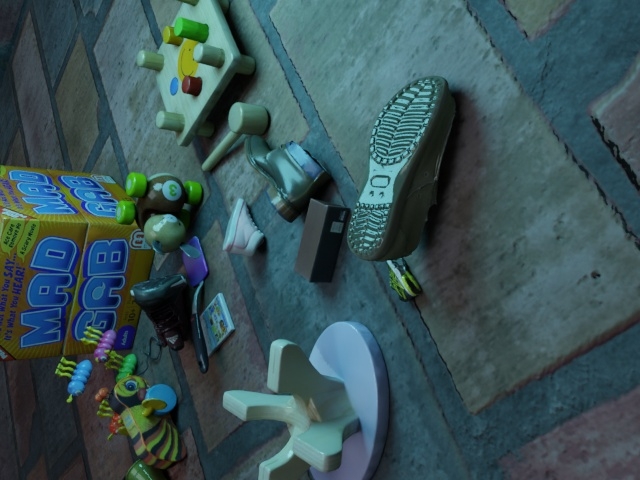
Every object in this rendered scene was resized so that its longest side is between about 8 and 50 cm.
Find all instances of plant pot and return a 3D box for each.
[{"bbox_3d":[-0.392,0.553,1.413,0.079,0.083,0.083,36,116,31],"label":"plant pot"}]

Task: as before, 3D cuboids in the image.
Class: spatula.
[{"bbox_3d":[-0.261,0.137,1.293,0.084,0.030,0.297,-38,51,42],"label":"spatula"}]

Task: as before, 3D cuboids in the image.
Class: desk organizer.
[{"bbox_3d":[0.000,0.000,1.002,0.050,0.047,0.130,29,110,48],"label":"desk organizer"}]

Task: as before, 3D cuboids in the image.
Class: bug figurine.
[{"bbox_3d":[-0.507,0.332,1.454,0.072,0.279,0.216,-6,47,13],"label":"bug figurine"}]

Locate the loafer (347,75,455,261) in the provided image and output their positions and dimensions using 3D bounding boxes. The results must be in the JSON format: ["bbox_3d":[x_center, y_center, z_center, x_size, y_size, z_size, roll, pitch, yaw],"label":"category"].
[{"bbox_3d":[0.118,-0.094,0.841,0.101,0.092,0.269,20,88,46],"label":"loafer"}]

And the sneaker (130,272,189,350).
[{"bbox_3d":[-0.315,0.156,1.279,0.281,0.106,0.163,172,85,-83],"label":"sneaker"}]

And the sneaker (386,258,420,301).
[{"bbox_3d":[0.110,0.052,0.883,0.035,0.031,0.083,-52,52,34],"label":"sneaker"}]

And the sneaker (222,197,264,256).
[{"bbox_3d":[-0.142,-0.021,1.172,0.134,0.070,0.051,-86,20,-46],"label":"sneaker"}]

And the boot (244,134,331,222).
[{"bbox_3d":[-0.058,-0.137,1.074,0.106,0.082,0.219,-41,52,15],"label":"boot"}]

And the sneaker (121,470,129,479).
[{"bbox_3d":[-0.429,0.634,1.439,0.084,0.097,0.235,-50,23,3],"label":"sneaker"}]

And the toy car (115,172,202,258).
[{"bbox_3d":[-0.322,-0.035,1.279,0.149,0.154,0.188,-59,44,30],"label":"toy car"}]

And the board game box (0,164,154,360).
[{"bbox_3d":[-0.672,0.045,1.540,0.356,0.356,0.357,36,115,44],"label":"board game box"}]

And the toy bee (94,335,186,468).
[{"bbox_3d":[-0.422,0.379,1.386,0.298,0.162,0.195,47,124,39],"label":"toy bee"}]

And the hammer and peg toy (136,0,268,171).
[{"bbox_3d":[-0.251,-0.319,1.242,0.266,0.127,0.362,-45,56,38],"label":"hammer and peg toy"}]

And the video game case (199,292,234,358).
[{"bbox_3d":[-0.223,0.179,1.277,0.122,0.011,0.087,-48,54,37],"label":"video game case"}]

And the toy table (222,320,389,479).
[{"bbox_3d":[-0.016,0.264,0.923,0.252,0.160,0.275,-5,86,49],"label":"toy table"}]
